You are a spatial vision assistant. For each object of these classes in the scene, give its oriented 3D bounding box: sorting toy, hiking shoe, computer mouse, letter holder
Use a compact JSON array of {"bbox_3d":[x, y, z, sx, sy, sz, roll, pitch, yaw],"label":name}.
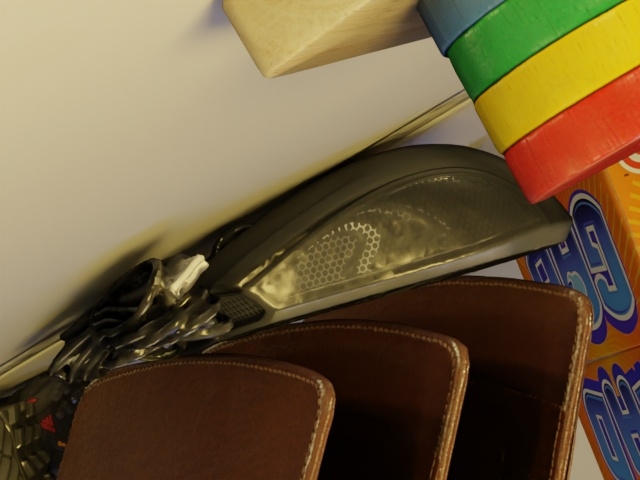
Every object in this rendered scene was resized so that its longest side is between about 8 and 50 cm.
[{"bbox_3d":[0.148,-0.103,0.513,0.255,0.089,0.257,-31,175,34],"label":"sorting toy"},{"bbox_3d":[-0.205,0.132,1.192,0.114,0.086,0.227,-13,175,13],"label":"hiking shoe"},{"bbox_3d":[0.000,0.000,0.954,0.272,0.072,0.188,-15,175,-23],"label":"computer mouse"},{"bbox_3d":[-0.010,0.105,1.028,0.152,0.214,0.302,19,167,-27],"label":"letter holder"}]

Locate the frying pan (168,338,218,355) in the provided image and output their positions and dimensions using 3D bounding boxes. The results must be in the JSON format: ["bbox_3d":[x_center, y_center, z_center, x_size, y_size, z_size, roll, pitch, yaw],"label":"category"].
[{"bbox_3d":[-0.099,0.110,1.399,0.326,0.053,0.197,-33,-172,-33],"label":"frying pan"}]

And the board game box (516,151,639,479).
[{"bbox_3d":[0.383,0.027,1.479,0.356,0.356,0.356,-20,174,-8],"label":"board game box"}]

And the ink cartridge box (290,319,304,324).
[{"bbox_3d":[0.030,-0.001,1.333,0.181,0.056,0.224,-28,-166,-11],"label":"ink cartridge box"}]
